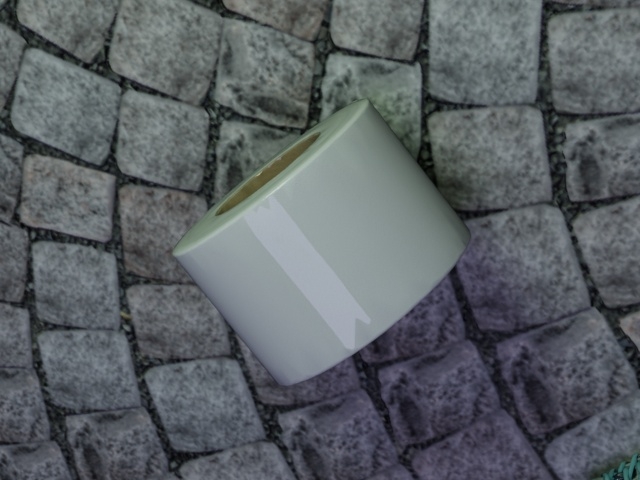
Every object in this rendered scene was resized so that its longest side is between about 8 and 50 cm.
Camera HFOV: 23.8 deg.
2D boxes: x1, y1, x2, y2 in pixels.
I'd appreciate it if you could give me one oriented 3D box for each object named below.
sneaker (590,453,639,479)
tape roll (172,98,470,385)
[{"bbox_3d":[0.335,0.273,1.569,0.122,0.110,0.283,23,120,11],"label":"sneaker"},{"bbox_3d":[0.000,0.000,1.472,0.246,0.246,0.169,-34,101,29],"label":"tape roll"}]
